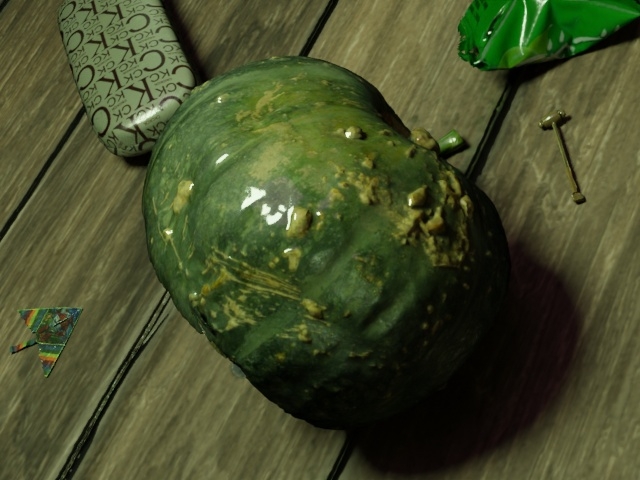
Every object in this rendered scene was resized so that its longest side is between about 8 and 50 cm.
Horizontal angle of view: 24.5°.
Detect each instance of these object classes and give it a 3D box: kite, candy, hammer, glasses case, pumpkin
[{"bbox_3d":[-0.288,0.097,1.546,0.090,0.004,0.122,-31,41,2],"label":"kite"},{"bbox_3d":[0.232,-0.236,1.490,0.203,0.078,0.141,-18,43,9],"label":"candy"},{"bbox_3d":[0.229,-0.079,1.386,0.029,0.014,0.123,-28,42,19],"label":"hammer"},{"bbox_3d":[-0.231,-0.222,1.758,0.137,0.085,0.355,-30,40,2],"label":"glasses case"},{"bbox_3d":[0.000,0.000,1.246,0.257,0.291,0.328,-48,31,6],"label":"pumpkin"}]

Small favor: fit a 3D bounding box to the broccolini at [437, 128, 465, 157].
[{"bbox_3d":[0.044,-0.035,1.445,0.239,0.051,0.054,-33,34,-11],"label":"broccolini"}]
